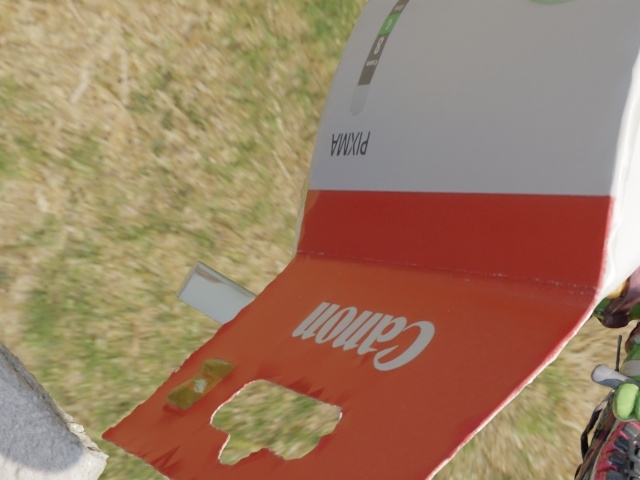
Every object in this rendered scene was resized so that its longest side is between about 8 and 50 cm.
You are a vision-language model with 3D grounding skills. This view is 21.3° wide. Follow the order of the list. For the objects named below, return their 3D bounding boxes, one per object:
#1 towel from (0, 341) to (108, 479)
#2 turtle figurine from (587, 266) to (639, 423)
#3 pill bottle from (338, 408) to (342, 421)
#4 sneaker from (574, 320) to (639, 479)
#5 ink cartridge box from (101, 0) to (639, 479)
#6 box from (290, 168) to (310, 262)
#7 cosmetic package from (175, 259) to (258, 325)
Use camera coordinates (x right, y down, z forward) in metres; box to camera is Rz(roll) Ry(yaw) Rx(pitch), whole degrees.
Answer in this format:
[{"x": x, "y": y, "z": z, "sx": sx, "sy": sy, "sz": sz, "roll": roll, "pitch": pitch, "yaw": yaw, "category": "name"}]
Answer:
[{"x": -0.304, "y": 0.153, "z": 1.342, "sx": 0.282, "sy": 0.049, "sz": 0.187, "roll": 41, "pitch": 100, "yaw": 28, "category": "towel"}, {"x": 0.185, "y": 0.008, "z": 1.080, "sx": 0.266, "sy": 0.275, "sz": 0.198, "roll": -4, "pitch": 119, "yaw": -9, "category": "turtle figurine"}, {"x": 0.094, "y": 0.103, "z": 1.630, "sx": 0.117, "sy": 0.117, "sz": 0.215, "roll": 23, "pitch": 50, "yaw": 6, "category": "pill bottle"}, {"x": 0.245, "y": 0.138, "z": 1.247, "sx": 0.121, "sy": 0.299, "sz": 0.112, "roll": 37, "pitch": 134, "yaw": 3, "category": "sneaker"}, {"x": 0.037, "y": -0.032, "z": 0.416, "sx": 0.224, "sy": 0.181, "sz": 0.056, "roll": -41, "pitch": 105, "yaw": -15, "category": "ink cartridge box"}, {"x": 0.000, "y": 0.000, "z": 1.383, "sx": 0.036, "sy": 0.207, "sz": 0.114, "roll": 8, "pitch": 83, "yaw": -3, "category": "box"}, {"x": -0.075, "y": 0.064, "z": 1.579, "sx": 0.115, "sy": 0.060, "sz": 0.041, "roll": 31, "pitch": 87, "yaw": -8, "category": "cosmetic package"}]
